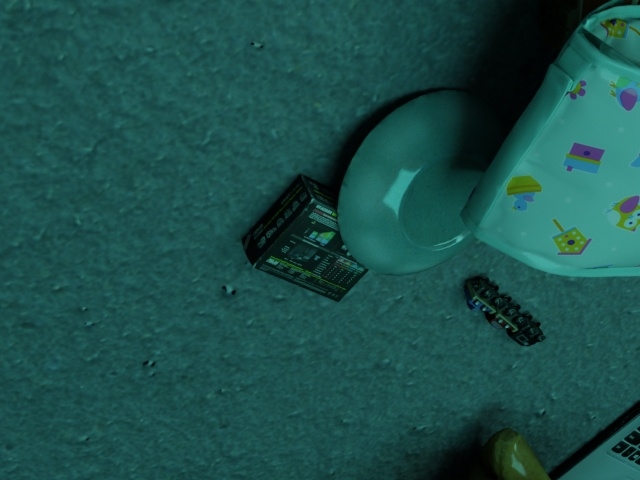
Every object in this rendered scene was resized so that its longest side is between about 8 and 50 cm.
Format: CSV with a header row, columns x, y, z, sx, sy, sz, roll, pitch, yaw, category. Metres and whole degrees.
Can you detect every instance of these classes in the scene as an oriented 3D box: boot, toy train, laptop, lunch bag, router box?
x,y,z,sx,sy,sz,roll,pitch,yaw,category
0.239,-0.237,1.019,0.084,0.059,0.158,-17,145,-15,boot
0.201,0.081,1.332,0.036,0.027,0.158,-31,139,21,toy train
0.585,0.351,1.630,0.408,0.236,0.382,-43,135,17,laptop
0.269,-0.085,1.049,0.262,0.160,0.223,3,137,-27,lunch bag
0.000,0.000,1.142,0.122,0.038,0.092,25,118,-41,router box

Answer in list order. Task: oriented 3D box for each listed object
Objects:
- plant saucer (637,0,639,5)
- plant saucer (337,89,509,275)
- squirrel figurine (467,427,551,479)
x,y,z,sx,sy,sz,roll,pitch,yaw,category
0.388,-0.184,1.153,0.277,0.041,0.278,-14,137,-13,plant saucer
0.108,-0.043,1.121,0.195,0.037,0.195,-17,127,-25,plant saucer
0.175,0.482,1.480,0.370,0.281,0.397,-45,175,-26,squirrel figurine
